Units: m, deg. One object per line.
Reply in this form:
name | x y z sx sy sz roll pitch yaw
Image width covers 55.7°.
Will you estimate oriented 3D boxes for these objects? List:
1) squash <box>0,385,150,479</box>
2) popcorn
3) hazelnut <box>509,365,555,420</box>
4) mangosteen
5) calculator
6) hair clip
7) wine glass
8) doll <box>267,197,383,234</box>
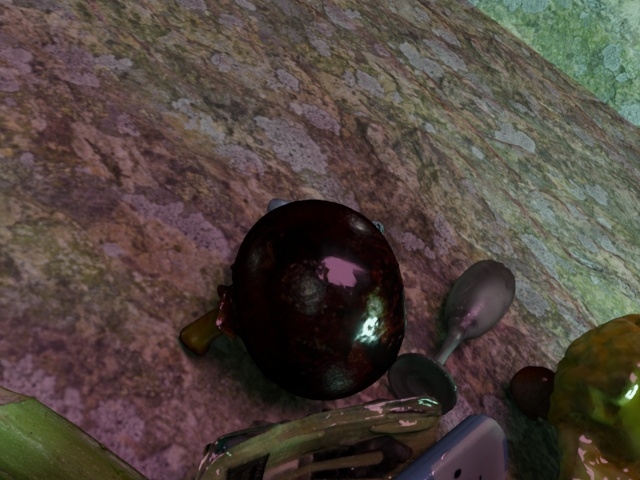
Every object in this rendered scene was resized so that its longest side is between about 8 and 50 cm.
squash | -0.218 0.191 0.507 0.239 0.069 0.069 44 38 -20
popcorn | 0.444 0.231 0.794 0.237 0.293 0.292 32 30 -58
hazelnut | 0.328 0.233 0.916 0.087 0.086 0.086 21 44 -22
mangosteen | -0.037 0.071 0.695 0.262 0.235 0.235 -14 58 -5
calculator | 0.143 0.286 0.690 0.210 0.039 0.121 -23 111 -36
hair clip | -0.006 0.235 0.645 0.322 0.138 0.091 1 11 -37
wine glass | 0.264 0.192 0.897 0.264 0.096 0.309 49 40 4
doll | 0.000 0.001 0.887 0.180 0.075 0.120 23 84 -1
